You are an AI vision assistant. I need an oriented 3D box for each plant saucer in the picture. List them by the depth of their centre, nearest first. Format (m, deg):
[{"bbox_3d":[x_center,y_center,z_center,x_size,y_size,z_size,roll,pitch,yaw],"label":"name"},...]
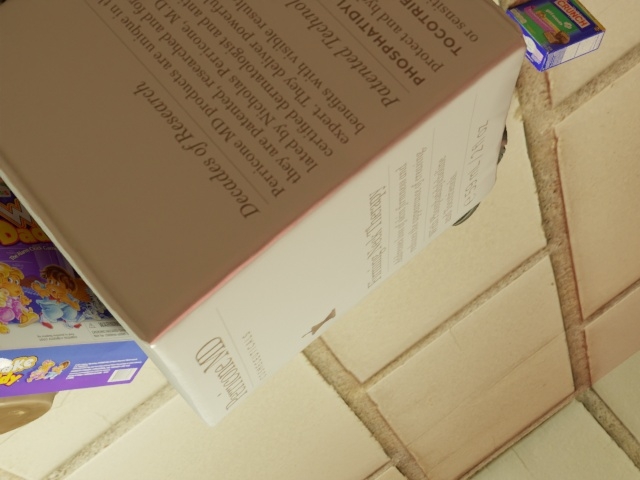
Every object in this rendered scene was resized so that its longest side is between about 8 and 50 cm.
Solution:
[{"bbox_3d":[-0.446,0.216,1.413,0.278,0.041,0.278,-17,167,-4],"label":"plant saucer"}]

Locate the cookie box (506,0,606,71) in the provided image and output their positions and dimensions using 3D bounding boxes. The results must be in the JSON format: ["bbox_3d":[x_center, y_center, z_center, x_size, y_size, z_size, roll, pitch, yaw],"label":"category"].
[{"bbox_3d":[0.316,-0.287,1.579,0.107,0.092,0.040,-24,152,-24],"label":"cookie box"}]

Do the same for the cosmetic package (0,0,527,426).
[{"bbox_3d":[-0.074,-0.098,1.086,0.394,0.327,0.329,-39,162,-11],"label":"cosmetic package"}]

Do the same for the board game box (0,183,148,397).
[{"bbox_3d":[-0.359,0.046,1.160,0.347,0.233,0.078,0,135,-49],"label":"board game box"}]

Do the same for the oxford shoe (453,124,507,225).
[{"bbox_3d":[0.202,-0.104,1.757,0.096,0.082,0.227,-5,142,-15],"label":"oxford shoe"}]
